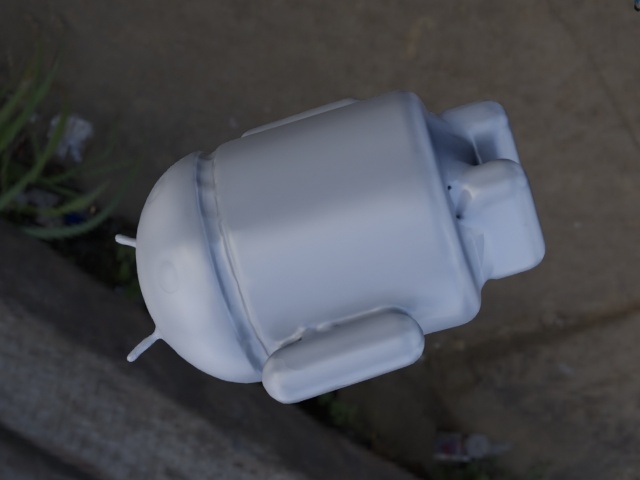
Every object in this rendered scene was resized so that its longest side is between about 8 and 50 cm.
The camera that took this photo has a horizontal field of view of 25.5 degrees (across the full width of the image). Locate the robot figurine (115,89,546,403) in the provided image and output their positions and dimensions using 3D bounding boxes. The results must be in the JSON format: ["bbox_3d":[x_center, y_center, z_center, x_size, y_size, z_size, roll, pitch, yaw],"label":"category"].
[{"bbox_3d":[0.000,0.000,1.167,0.353,0.300,0.200,-16,133,8],"label":"robot figurine"}]

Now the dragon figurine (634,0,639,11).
[{"bbox_3d":[0.232,-0.254,1.199,0.144,0.289,0.085,12,96,-6],"label":"dragon figurine"}]
